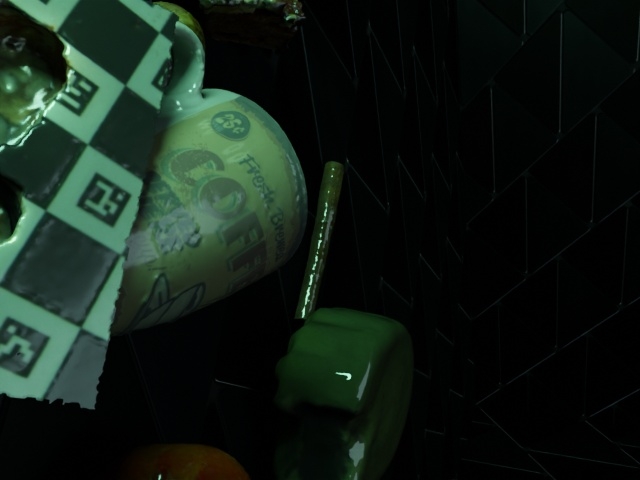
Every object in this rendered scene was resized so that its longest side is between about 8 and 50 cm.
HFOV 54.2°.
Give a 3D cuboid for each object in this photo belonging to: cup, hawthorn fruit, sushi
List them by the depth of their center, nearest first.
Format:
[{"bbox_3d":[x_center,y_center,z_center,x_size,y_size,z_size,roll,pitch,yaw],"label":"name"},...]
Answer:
[{"bbox_3d":[-0.287,-0.076,0.435,0.320,0.069,0.339,19,69,-34],"label":"sushi"},{"bbox_3d":[-0.168,-0.053,0.604,0.257,0.228,0.300,-36,132,-54],"label":"cup"},{"bbox_3d":[-0.161,0.346,0.693,0.260,0.224,0.224,85,20,-55],"label":"hawthorn fruit"}]

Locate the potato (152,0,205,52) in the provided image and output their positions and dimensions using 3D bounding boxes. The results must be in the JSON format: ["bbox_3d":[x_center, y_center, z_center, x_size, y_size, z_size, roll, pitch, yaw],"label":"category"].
[{"bbox_3d":[-0.173,-0.241,0.730,0.096,0.103,0.066,52,49,-58],"label":"potato"}]

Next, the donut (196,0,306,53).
[{"bbox_3d":[-0.107,-0.341,0.870,0.187,0.144,0.126,1,85,-36],"label":"donut"}]

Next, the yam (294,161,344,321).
[{"bbox_3d":[0.000,0.000,1.221,0.045,0.045,0.326,24,68,-33],"label":"yam"}]

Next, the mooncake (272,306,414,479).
[{"bbox_3d":[0.040,0.288,1.141,0.351,0.188,0.350,-28,122,-58],"label":"mooncake"}]
